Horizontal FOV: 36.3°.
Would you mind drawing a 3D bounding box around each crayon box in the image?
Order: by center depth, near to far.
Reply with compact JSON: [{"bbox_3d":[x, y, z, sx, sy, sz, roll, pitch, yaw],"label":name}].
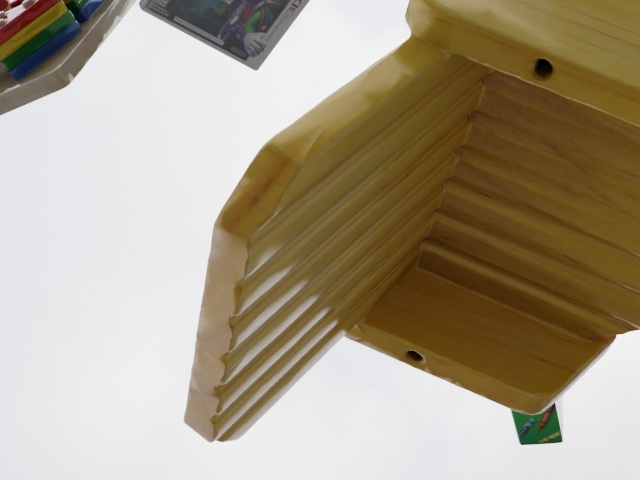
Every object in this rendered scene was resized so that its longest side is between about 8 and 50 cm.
[{"bbox_3d":[0.390,0.210,1.775,0.081,0.278,0.165,-7,-53,19],"label":"crayon box"}]

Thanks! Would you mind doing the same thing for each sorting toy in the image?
[{"bbox_3d":[-0.392,-0.250,1.236,0.257,0.255,0.089,-16,-58,24],"label":"sorting toy"}]

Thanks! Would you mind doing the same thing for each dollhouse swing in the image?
[{"bbox_3d":[0.117,0.029,0.699,0.315,0.305,0.347,24,-43,7],"label":"dollhouse swing"}]

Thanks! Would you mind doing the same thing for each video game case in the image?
[{"bbox_3d":[-0.105,-0.322,1.240,0.190,0.022,0.173,23,-63,-38],"label":"video game case"}]
